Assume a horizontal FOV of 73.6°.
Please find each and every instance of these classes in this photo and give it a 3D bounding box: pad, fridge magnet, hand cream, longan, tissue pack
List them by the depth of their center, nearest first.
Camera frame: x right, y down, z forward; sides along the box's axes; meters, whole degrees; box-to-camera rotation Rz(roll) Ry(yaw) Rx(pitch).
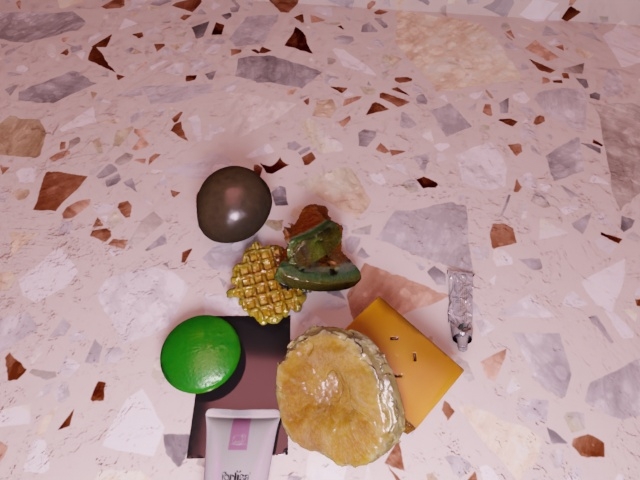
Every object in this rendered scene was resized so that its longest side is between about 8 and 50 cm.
[{"bbox_3d":[-0.192,0.563,0.961,0.185,0.118,0.358,-1,54,1],"label":"hand cream"},{"bbox_3d":[0.181,0.319,1.091,0.194,0.145,0.274,-39,66,-23],"label":"tissue pack"},{"bbox_3d":[-0.314,0.297,1.125,0.208,0.088,0.208,1,59,-1],"label":"fridge magnet"},{"bbox_3d":[-0.205,0.372,1.135,0.248,0.007,0.367,-1,58,-1],"label":"pad"},{"bbox_3d":[0.404,0.199,1.223,0.084,0.050,0.257,9,53,3],"label":"hand cream"},{"bbox_3d":[-0.272,-0.108,1.312,0.248,0.248,0.248,0,58,0],"label":"longan"}]

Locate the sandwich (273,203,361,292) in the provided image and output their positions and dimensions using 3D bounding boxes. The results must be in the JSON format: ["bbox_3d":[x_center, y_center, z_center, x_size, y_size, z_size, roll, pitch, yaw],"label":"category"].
[{"bbox_3d":[0.000,0.000,1.241,0.250,0.162,0.301,11,46,-17],"label":"sandwich"}]

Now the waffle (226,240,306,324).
[{"bbox_3d":[-0.146,0.122,1.254,0.243,0.058,0.238,28,60,12],"label":"waffle"}]

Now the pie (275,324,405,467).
[{"bbox_3d":[0.032,0.362,1.001,0.339,0.083,0.339,1,92,29],"label":"pie"}]
